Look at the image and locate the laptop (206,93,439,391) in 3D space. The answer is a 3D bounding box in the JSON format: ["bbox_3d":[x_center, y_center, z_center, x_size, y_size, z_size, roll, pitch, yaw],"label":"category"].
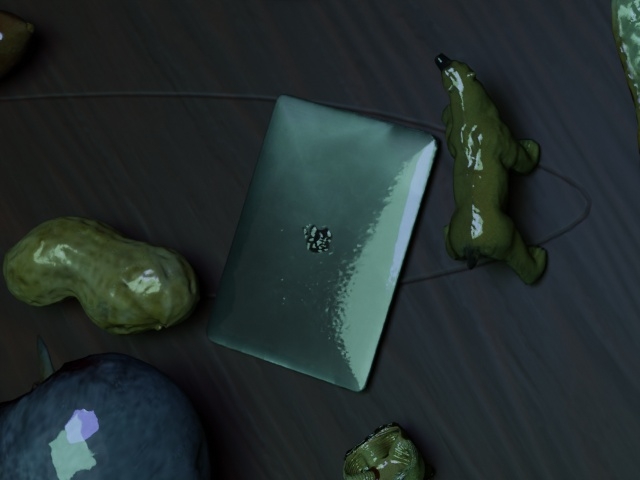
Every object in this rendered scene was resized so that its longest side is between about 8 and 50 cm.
[{"bbox_3d":[0.000,0.000,1.864,0.187,0.015,0.269,17,91,22],"label":"laptop"}]

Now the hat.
[{"bbox_3d":[0.067,0.228,1.795,0.077,0.059,0.076,-36,39,4],"label":"hat"}]

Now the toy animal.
[{"bbox_3d":[0.152,-0.067,1.766,0.103,0.101,0.219,-3,84,22],"label":"toy animal"}]

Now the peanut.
[{"bbox_3d":[-0.228,0.035,1.907,0.229,0.098,0.103,17,59,25],"label":"peanut"}]

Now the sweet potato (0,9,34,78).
[{"bbox_3d":[-0.485,-0.200,2.025,0.385,0.109,0.109,-4,84,21],"label":"sweet potato"}]

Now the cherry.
[{"bbox_3d":[-0.231,0.233,1.826,0.255,0.218,0.296,-27,90,13],"label":"cherry"}]

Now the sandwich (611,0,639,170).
[{"bbox_3d":[0.413,-0.152,1.679,0.273,0.095,0.249,-14,76,20],"label":"sandwich"}]
